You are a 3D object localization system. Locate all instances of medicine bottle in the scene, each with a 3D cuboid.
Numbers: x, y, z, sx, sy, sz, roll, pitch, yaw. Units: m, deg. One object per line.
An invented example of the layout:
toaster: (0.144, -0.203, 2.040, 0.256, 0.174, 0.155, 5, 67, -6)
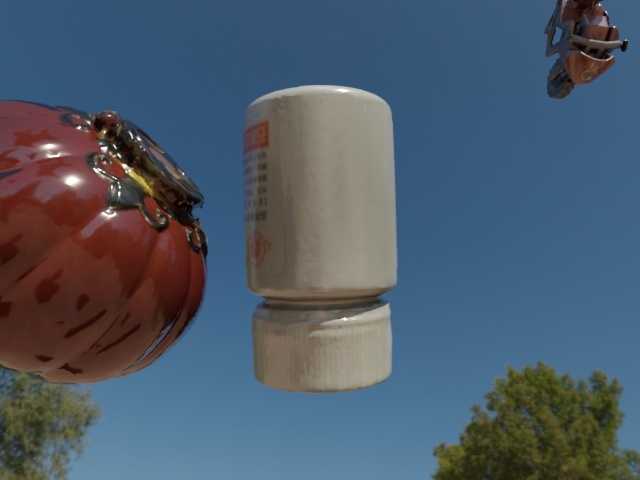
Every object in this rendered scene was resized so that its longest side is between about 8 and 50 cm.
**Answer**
medicine bottle: (0.000, 0.000, 0.621, 0.211, 0.371, 0.211, -1, -1, 0)

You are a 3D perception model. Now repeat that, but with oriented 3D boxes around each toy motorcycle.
toy motorcycle: (0.379, -0.308, 0.626, 0.084, 0.118, 0.212, 9, -71, 1)

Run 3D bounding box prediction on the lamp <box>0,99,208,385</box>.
lamp: (-0.254, 0.000, 0.461, 0.257, 0.303, 0.303, -41, -52, 2)
